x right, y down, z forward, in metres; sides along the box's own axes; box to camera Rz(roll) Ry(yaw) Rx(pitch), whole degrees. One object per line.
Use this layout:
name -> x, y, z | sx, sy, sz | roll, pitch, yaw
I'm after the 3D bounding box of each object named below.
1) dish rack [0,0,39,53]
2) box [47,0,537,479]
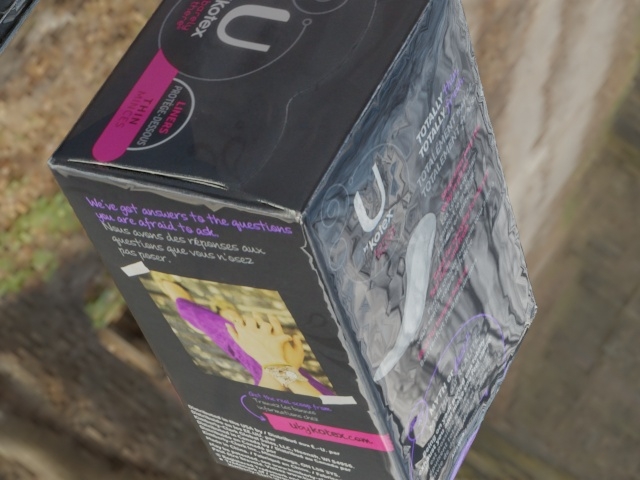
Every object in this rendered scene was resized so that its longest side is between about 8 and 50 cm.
dish rack -> -0.305, -0.086, 1.200 | 0.271, 0.074, 0.208 | -39, -162, 44
box -> 0.000, 0.000, 0.880 | 0.165, 0.143, 0.270 | -60, 149, -30
